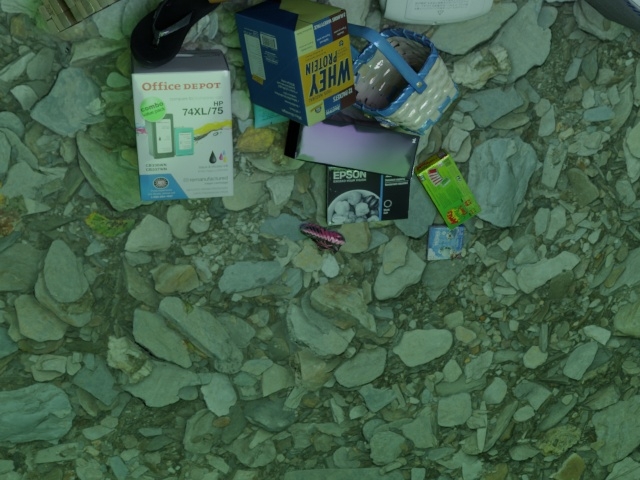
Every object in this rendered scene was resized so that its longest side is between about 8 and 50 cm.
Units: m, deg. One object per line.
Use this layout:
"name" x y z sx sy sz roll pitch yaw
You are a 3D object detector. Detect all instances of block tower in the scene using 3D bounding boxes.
"block tower" -0.392 -0.502 1.606 0.335 0.097 0.091 -18 112 28

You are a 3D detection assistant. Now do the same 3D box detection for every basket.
"basket" 0.137 -0.362 1.786 0.201 0.255 0.289 -48 124 0

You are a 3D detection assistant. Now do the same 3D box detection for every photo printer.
"photo printer" 0.249 -0.580 1.736 0.255 0.107 0.308 -4 141 -5

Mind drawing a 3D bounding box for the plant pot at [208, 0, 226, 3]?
"plant pot" -0.154 -0.558 1.654 0.187 0.205 0.205 -21 118 1

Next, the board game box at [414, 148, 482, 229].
"board game box" 0.309 -0.123 2.056 0.092 0.043 0.181 -33 117 5

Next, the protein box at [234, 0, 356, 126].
"protein box" -0.050 -0.371 1.728 0.136 0.199 0.201 -31 130 -29

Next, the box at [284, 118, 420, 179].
"box" 0.064 -0.207 1.859 0.261 0.184 0.103 9 94 -10

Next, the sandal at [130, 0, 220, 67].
"sandal" -0.292 -0.448 1.686 0.097 0.054 0.255 32 65 3

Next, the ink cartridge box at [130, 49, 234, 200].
"ink cartridge box" -0.290 -0.247 1.777 0.198 0.197 0.270 -4 115 -10

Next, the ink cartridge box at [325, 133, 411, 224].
"ink cartridge box" 0.114 -0.143 2.004 0.206 0.045 0.208 -5 115 -10

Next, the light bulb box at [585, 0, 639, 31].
"light bulb box" 0.712 -0.620 1.722 0.225 0.361 0.358 28 106 -23

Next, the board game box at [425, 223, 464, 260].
"board game box" 0.314 0.004 2.132 0.090 0.020 0.090 -3 116 -9

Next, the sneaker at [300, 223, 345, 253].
"sneaker" 0.000 0.000 2.052 0.119 0.047 0.057 21 121 -19

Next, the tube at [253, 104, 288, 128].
"tube" -0.123 -0.348 1.852 0.080 0.052 0.207 -15 121 -10
